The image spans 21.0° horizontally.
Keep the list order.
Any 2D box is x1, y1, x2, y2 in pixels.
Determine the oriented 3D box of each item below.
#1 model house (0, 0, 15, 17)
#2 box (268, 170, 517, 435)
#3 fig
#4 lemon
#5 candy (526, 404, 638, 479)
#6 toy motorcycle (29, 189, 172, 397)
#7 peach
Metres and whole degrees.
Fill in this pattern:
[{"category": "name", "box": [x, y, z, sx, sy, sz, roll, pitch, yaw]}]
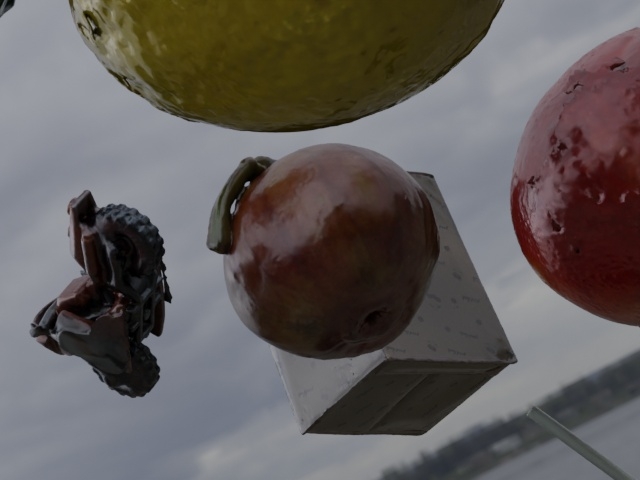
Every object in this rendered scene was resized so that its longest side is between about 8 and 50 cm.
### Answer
[{"category": "model house", "box": [-0.409, -0.352, 1.487, 0.342, 0.382, 0.335, -29, 31, 54]}, {"category": "box", "box": [0.061, 0.078, 2.174, 0.225, 0.297, 0.190, 5, -39, -40]}, {"category": "fig", "box": [0.001, 0.000, 1.487, 0.205, 0.205, 0.205, -25, -9, -5]}, {"category": "lemon", "box": [-0.026, -0.184, 1.045, 0.319, 0.245, 0.245, -14, -2, 32]}, {"category": "candy", "box": [0.387, 0.299, 1.958, 0.124, 0.365, 0.124, -50, -11, -14]}, {"category": "toy motorcycle", "box": [-0.186, 0.045, 1.436, 0.084, 0.118, 0.212, -51, -22, -42]}, {"category": "peach", "box": [0.373, -0.075, 1.876, 0.370, 0.370, 0.370, -25, -9, -5]}]
